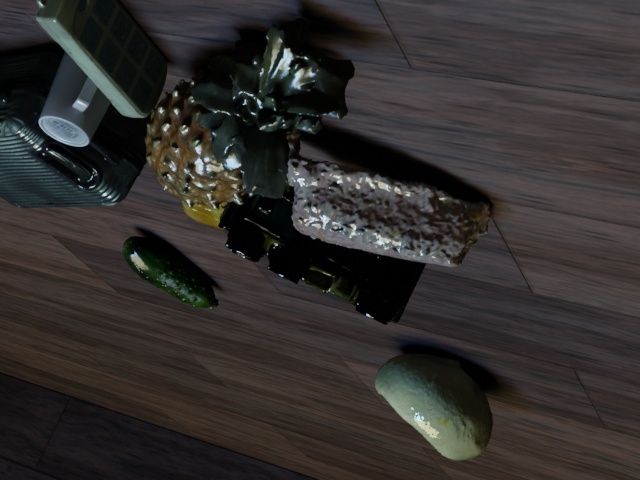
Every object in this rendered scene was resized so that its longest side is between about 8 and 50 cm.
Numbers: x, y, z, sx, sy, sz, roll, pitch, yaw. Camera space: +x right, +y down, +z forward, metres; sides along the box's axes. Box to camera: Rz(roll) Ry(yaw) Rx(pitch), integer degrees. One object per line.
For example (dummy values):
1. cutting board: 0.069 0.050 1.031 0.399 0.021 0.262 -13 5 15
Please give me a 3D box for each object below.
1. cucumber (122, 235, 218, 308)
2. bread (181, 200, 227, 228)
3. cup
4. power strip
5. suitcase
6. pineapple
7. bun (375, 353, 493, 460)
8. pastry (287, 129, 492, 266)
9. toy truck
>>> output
1. cucumber: -0.242 0.058 2.098 0.069 0.069 0.227 7 157 40
2. bread: -0.148 -0.055 1.694 0.074 0.053 0.132 23 163 3
3. cup: -0.261 -0.174 1.426 0.074 0.116 0.104 29 154 -20
4. power strip: -0.225 -0.210 1.328 0.029 0.080 0.227 9 157 29
5. suitcase: -0.368 -0.137 1.618 0.312 0.128 0.202 2 151 48
6. pineapple: -0.070 -0.118 1.288 0.141 0.170 0.310 2 168 -28
7. bun: 0.194 0.248 2.019 0.222 0.127 0.222 40 -174 -5
8. pastry: 0.054 -0.037 1.417 0.265 0.112 0.103 24 172 4
9. toy truck: 0.003 0.001 1.575 0.257 0.127 0.127 27 176 -12
